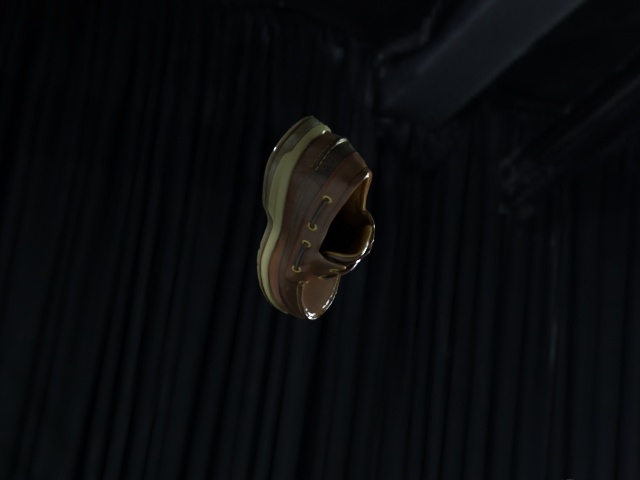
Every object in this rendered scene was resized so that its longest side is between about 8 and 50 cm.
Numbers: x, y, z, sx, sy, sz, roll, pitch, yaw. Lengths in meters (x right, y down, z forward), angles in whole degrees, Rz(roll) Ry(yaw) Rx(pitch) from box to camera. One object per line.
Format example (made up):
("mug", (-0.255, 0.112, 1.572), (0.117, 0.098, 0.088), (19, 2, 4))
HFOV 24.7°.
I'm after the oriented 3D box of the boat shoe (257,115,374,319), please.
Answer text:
("boat shoe", (0.000, 0.000, 0.929), (0.060, 0.064, 0.178), (32, -32, 20))
